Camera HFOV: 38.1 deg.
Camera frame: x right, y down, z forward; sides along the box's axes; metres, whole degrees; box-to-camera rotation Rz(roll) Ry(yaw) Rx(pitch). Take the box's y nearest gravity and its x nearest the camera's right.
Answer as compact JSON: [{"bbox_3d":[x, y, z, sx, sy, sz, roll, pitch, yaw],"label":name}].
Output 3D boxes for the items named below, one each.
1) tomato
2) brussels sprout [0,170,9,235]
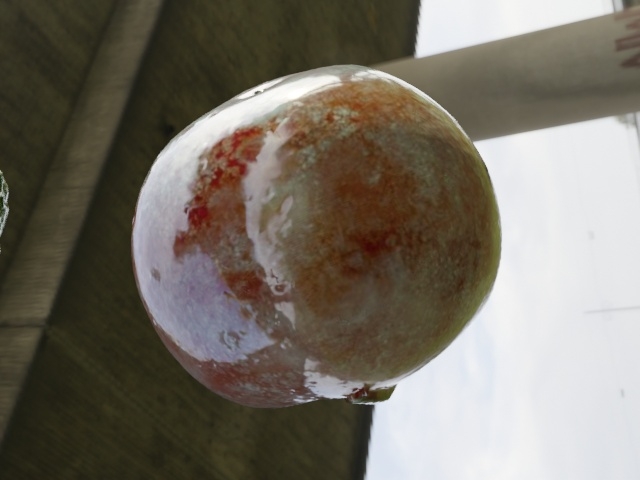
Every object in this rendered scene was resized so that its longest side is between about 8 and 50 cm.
[{"bbox_3d":[0.000,0.000,0.801,0.316,0.317,0.282,-45,-60,-59],"label":"tomato"},{"bbox_3d":[-0.285,-0.013,0.596,0.149,0.151,0.122,33,-106,-46],"label":"brussels sprout"}]
